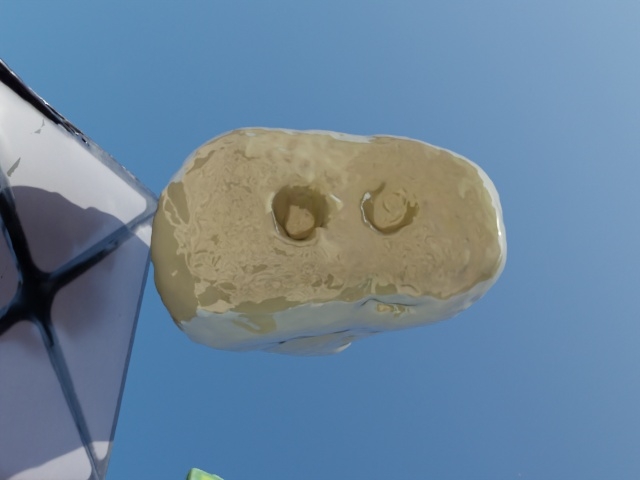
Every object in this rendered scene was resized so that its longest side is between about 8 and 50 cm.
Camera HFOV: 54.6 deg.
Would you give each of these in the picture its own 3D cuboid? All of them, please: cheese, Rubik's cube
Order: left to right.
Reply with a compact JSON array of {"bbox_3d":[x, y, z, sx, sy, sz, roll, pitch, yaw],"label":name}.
[{"bbox_3d":[-0.346,0.040,0.500,0.306,0.305,0.310,1,-110,17],"label":"Rubik's cube"},{"bbox_3d":[0.000,-0.002,0.502,0.251,0.247,0.174,-16,-110,42],"label":"cheese"}]

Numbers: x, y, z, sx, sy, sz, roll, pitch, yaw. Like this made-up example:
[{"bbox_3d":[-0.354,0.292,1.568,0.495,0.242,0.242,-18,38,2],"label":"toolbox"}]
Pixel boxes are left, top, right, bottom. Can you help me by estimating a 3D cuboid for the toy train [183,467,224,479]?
[{"bbox_3d":[-0.065,0.259,0.293,0.159,0.188,0.272,29,-85,-11],"label":"toy train"}]
